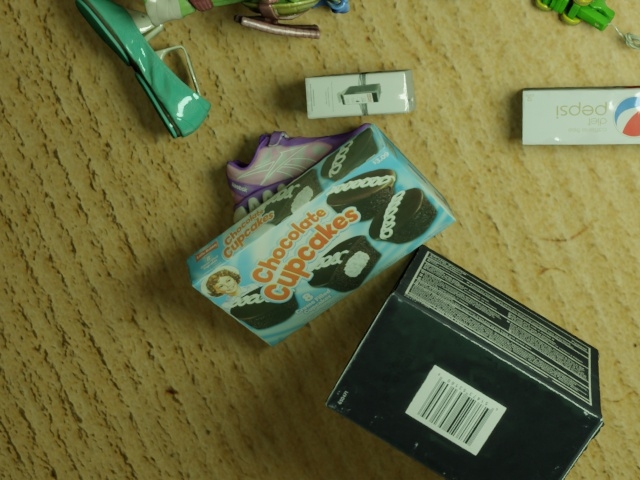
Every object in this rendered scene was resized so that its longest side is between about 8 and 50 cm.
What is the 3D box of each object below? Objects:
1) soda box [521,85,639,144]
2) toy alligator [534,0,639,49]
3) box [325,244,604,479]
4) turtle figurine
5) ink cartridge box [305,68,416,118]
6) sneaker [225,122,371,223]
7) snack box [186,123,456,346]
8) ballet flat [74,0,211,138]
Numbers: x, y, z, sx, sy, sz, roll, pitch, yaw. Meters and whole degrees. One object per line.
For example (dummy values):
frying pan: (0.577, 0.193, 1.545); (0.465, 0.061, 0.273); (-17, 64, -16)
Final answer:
soda box: (0.373, -0.164, 1.705); (0.216, 0.069, 0.074); (0, 100, 10)
toy alligator: (0.345, -0.311, 1.696); (0.189, 0.056, 0.051); (29, 64, 5)
box: (0.195, 0.178, 1.685); (0.296, 0.294, 0.183); (32, 107, 4)
turtle figurine: (-0.103, -0.384, 1.695); (0.266, 0.275, 0.198); (-7, 64, 16)
ink cartridge box: (0.055, -0.197, 1.744); (0.135, 0.099, 0.056); (-3, 99, 10)
sneaker: (-0.034, -0.111, 1.785); (0.236, 0.095, 0.105); (-27, 86, 15)
snack box: (0.000, 0.000, 1.758); (0.322, 0.060, 0.187); (-35, 133, 15)
ballet flat: (-0.237, -0.259, 1.809); (0.087, 0.083, 0.247); (-37, 92, -10)
